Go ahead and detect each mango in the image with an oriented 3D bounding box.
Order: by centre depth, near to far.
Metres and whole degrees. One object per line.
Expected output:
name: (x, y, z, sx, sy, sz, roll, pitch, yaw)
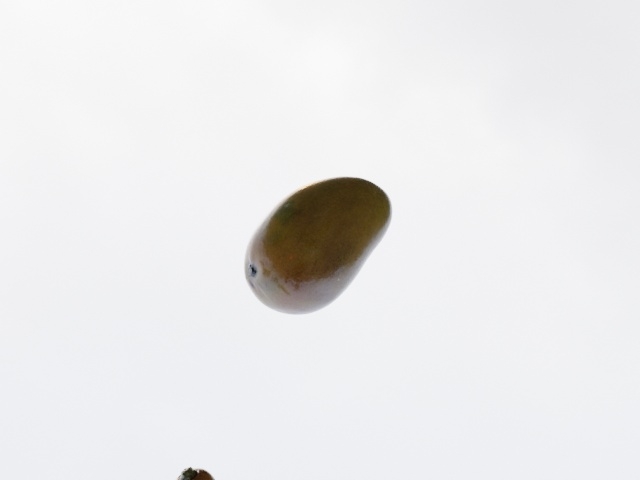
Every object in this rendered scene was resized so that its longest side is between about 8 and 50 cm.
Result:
mango: (-0.004, -0.001, 1.605, 0.089, 0.163, 0.111, 19, 160, 52)

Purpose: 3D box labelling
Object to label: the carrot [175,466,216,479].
carrot: (-0.068, 0.304, 1.443, 0.248, 0.043, 0.043, 67, -156, -12)
